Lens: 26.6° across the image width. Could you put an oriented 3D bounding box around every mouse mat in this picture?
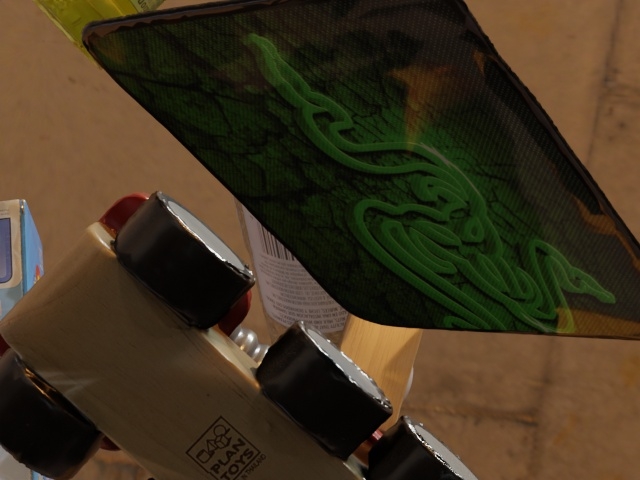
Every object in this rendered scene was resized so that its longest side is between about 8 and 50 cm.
[{"bbox_3d":[0.024,-0.017,0.452,0.189,0.152,0.007,44,-122,-39],"label":"mouse mat"}]

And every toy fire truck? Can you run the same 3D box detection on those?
[{"bbox_3d":[-0.024,0.063,0.660,0.217,0.246,0.158,42,-87,-5],"label":"toy fire truck"}]

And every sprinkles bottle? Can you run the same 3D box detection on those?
[{"bbox_3d":[0.000,0.000,1.062,0.121,0.121,0.355,-18,-45,-8],"label":"sprinkles bottle"}]

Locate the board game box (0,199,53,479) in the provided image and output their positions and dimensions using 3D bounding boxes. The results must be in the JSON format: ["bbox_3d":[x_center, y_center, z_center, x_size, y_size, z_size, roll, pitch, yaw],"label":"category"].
[{"bbox_3d":[-0.345,0.138,0.945,0.308,0.086,0.302,-7,-117,-3],"label":"board game box"}]

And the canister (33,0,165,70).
[{"bbox_3d":[-0.080,-0.179,0.610,0.170,0.073,0.126,-43,-86,-4],"label":"canister"}]
